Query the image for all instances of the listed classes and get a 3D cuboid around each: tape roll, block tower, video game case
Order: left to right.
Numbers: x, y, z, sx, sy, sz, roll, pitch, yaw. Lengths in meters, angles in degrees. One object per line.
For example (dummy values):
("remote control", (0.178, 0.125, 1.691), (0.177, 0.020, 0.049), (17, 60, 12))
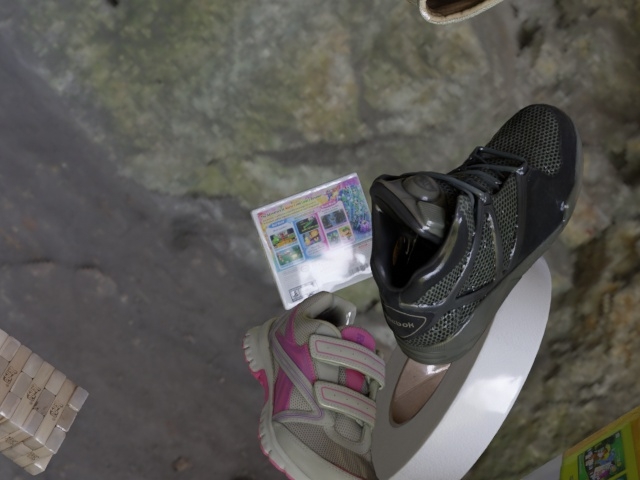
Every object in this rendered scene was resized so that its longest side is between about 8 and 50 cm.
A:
("block tower", (-0.424, 0.134, 1.245), (0.335, 0.097, 0.091), (41, 48, -20))
("video game case", (0.000, 0.000, 1.473), (0.019, 0.157, 0.143), (-174, -116, -75))
("tape roll", (0.174, 0.174, 1.468), (0.072, 0.392, 0.392), (30, 15, -7))

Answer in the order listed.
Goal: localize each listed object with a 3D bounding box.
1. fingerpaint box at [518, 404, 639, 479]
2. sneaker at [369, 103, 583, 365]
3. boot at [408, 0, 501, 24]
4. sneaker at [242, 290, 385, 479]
("fingerpaint box", (0.282, 0.441, 1.224), (0.163, 0.371, 0.445), (48, 22, -10))
("sneaker", (0.113, -0.032, 0.781), (0.087, 0.227, 0.130), (24, -23, 38))
("boot", (0.158, -0.266, 0.908), (0.077, 0.213, 0.165), (47, 13, -15))
("sneaker", (0.006, 0.134, 0.987), (0.103, 0.111, 0.252), (29, 24, -35))
